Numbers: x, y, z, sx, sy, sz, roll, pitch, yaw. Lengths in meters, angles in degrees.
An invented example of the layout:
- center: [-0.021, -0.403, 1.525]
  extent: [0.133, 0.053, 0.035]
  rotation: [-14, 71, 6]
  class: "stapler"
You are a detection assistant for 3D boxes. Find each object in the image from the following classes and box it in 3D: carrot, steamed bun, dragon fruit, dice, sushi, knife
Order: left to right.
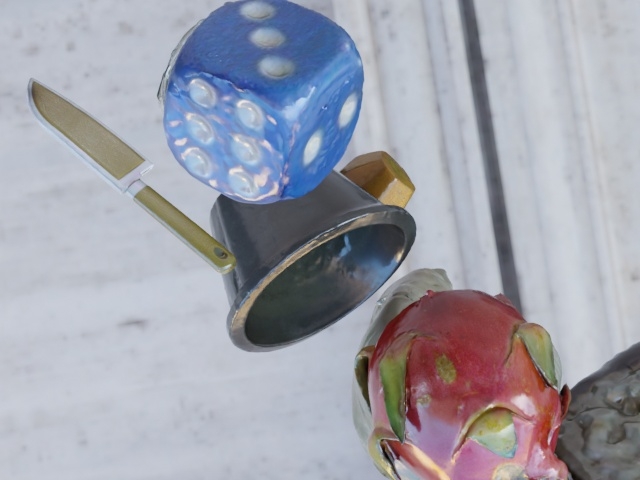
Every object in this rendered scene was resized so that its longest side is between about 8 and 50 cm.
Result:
- center: [-0.167, -0.058, 1.276]
  extent: [0.046, 0.256, 0.022]
  rotation: [-42, 165, -36]
  class: "knife"
- center: [-0.050, -0.128, 1.352]
  extent: [0.146, 0.143, 0.146]
  rotation: [24, -133, 19]
  class: "dice"
- center: [0.000, 0.000, 2.020]
  extent: [0.302, 0.114, 0.114]
  rotation: [-42, 166, 20]
  class: "carrot"
- center: [0.165, 0.215, 2.036]
  extent: [0.309, 0.324, 0.219]
  rotation: [29, 122, -18]
  class: "steamed bun"
- center: [0.149, 0.167, 1.517]
  extent: [0.224, 0.227, 0.224]
  rotation: [-7, 154, -3]
  class: "dragon fruit"
- center: [0.398, 0.293, 1.645]
  extent: [0.281, 0.294, 0.299]
  rotation: [-16, -138, -4]
  class: "sushi"

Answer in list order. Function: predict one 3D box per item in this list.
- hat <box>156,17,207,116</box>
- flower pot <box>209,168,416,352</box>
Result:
- center: [-0.094, -0.200, 2.063]
  extent: [0.275, 0.232, 0.161]
  rotation: [9, 180, 31]
  class: "hat"
- center: [-0.034, -0.001, 1.821]
  extent: [0.269, 0.166, 0.269]
  rotation: [-29, 154, -16]
  class: "flower pot"
